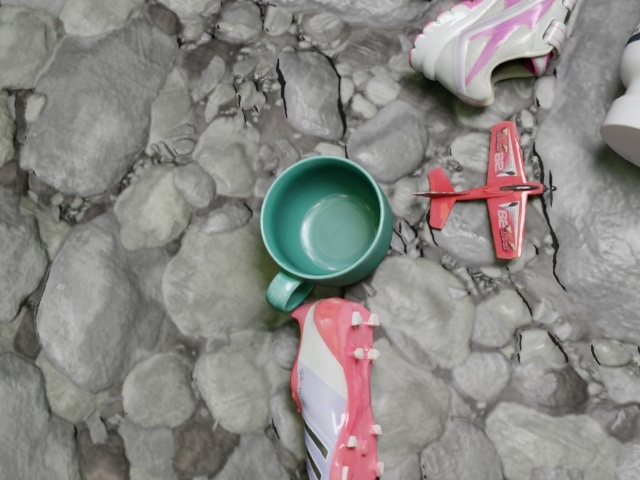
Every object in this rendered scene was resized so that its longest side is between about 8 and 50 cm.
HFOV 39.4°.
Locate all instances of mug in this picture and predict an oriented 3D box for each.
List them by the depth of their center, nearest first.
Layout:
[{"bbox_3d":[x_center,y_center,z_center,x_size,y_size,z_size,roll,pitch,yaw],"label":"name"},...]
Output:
[{"bbox_3d":[0.000,-0.010,0.947,0.158,0.097,0.129,-28,75,8],"label":"mug"}]

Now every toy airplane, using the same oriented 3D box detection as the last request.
[{"bbox_3d":[0.173,-0.048,0.947,0.151,0.028,0.151,-3,77,14],"label":"toy airplane"}]

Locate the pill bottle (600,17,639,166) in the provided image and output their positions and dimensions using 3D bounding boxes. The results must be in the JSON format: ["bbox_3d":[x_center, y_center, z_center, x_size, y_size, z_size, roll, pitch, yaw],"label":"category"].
[{"bbox_3d":[0.384,-0.195,0.858,0.153,0.153,0.264,26,87,17],"label":"pill bottle"}]

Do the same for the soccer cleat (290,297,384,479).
[{"bbox_3d":[0.009,0.183,0.926,0.095,0.083,0.248,-4,80,35],"label":"soccer cleat"}]

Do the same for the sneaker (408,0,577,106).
[{"bbox_3d":[0.221,-0.233,0.941,0.252,0.103,0.111,-40,77,11],"label":"sneaker"}]
